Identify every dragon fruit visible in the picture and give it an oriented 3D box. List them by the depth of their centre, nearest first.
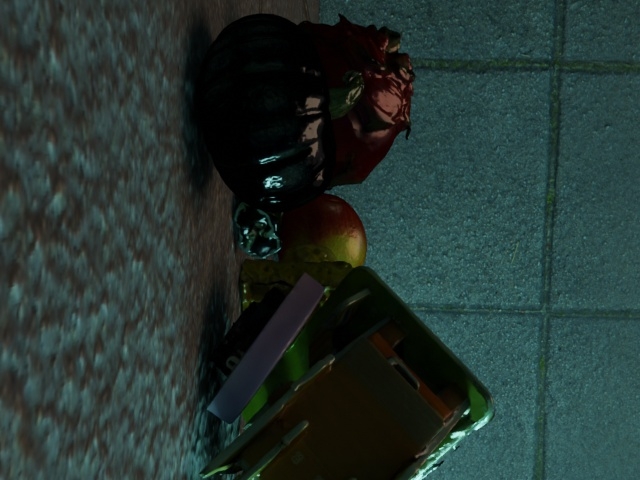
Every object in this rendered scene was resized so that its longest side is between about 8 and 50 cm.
[{"bbox_3d":[-0.004,-0.155,0.935,0.192,0.274,0.193,33,26,-44],"label":"dragon fruit"}]

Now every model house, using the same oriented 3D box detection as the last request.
[{"bbox_3d":[-0.039,0.251,0.868,0.312,0.242,0.358,-23,157,-52],"label":"model house"}]

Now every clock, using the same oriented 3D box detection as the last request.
[{"bbox_3d":[-0.067,0.105,0.851,0.172,0.064,0.198,-55,-179,5],"label":"clock"}]

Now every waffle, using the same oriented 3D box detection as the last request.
[{"bbox_3d":[-0.028,0.119,1.104,0.055,0.160,0.211,-87,177,-48],"label":"waffle"}]

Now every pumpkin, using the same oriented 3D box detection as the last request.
[{"bbox_3d":[-0.047,-0.119,0.743,0.194,0.149,0.194,12,90,-69],"label":"pumpkin"}]

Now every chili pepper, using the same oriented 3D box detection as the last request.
[{"bbox_3d":[-0.077,-0.075,1.054,0.227,0.059,0.088,-89,175,-54],"label":"chili pepper"}]

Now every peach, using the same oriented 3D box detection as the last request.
[{"bbox_3d":[0.000,0.000,1.558,0.190,0.190,0.193,88,0,-63],"label":"peach"}]

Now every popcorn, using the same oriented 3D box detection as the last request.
[{"bbox_3d":[-0.031,0.100,1.303,0.197,0.155,0.198,-19,90,-89],"label":"popcorn"}]
